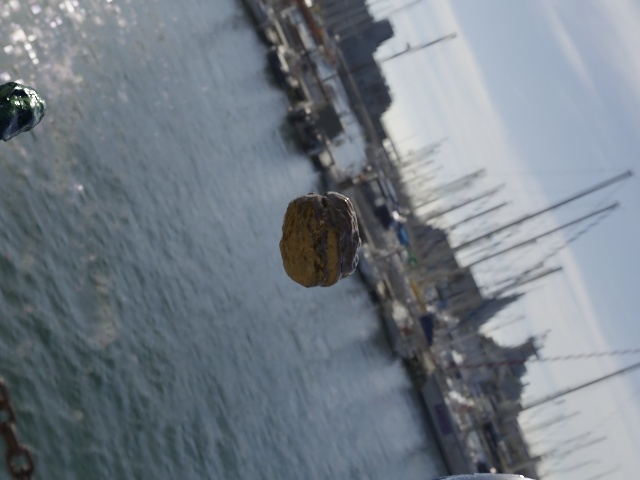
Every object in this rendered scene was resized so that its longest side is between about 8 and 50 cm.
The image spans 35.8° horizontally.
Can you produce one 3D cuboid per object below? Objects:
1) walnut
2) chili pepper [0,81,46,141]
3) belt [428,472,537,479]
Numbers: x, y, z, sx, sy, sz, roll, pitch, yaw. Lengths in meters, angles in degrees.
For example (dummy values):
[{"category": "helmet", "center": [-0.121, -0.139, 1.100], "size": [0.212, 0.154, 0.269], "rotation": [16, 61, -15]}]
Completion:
[{"category": "walnut", "center": [0.000, 0.000, 0.955], "size": [0.082, 0.079, 0.096], "rotation": [29, -54, 57]}, {"category": "chili pepper", "center": [-0.331, -0.101, 0.976], "size": [0.182, 0.050, 0.073], "rotation": [-57, 174, -40]}, {"category": "belt", "center": [0.121, 0.231, 0.660], "size": [0.082, 0.190, 0.141], "rotation": [-109, -157, -74]}]
